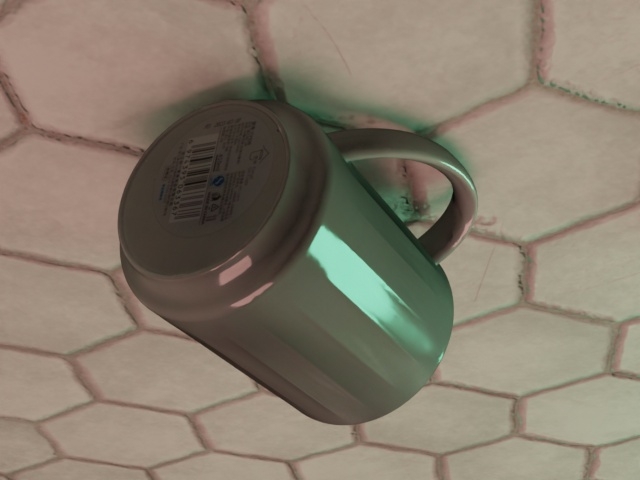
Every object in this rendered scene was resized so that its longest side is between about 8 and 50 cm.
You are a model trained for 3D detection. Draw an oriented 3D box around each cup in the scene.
[{"bbox_3d":[0.000,0.000,1.139,0.322,0.237,0.327,-39,138,5],"label":"cup"}]
